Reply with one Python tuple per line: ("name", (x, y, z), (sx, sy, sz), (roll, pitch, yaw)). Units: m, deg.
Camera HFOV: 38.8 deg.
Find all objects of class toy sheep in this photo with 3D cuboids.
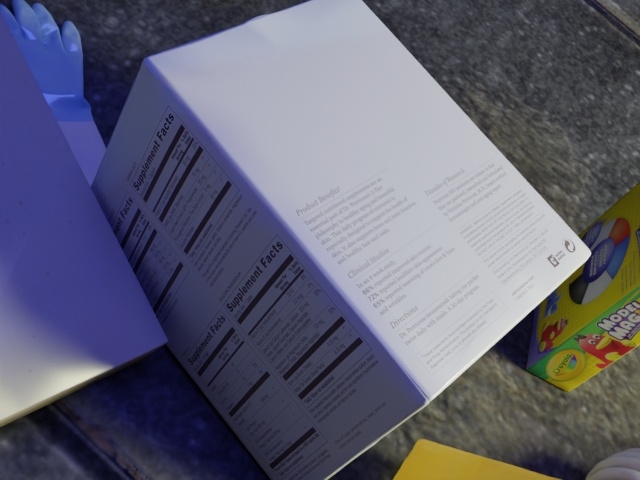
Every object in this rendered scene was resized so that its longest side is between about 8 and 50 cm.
("toy sheep", (0.248, 0.208, 0.710), (0.091, 0.091, 0.132), (50, 36, 12))

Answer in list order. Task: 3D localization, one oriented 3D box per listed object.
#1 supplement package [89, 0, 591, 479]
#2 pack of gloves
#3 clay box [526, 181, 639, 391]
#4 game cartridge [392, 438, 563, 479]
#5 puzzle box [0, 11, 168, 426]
("supplement package", (0.000, 0.000, 0.648), (0.199, 0.198, 0.262), (-32, 77, -40))
("pack of gloves", (-0.265, -0.120, 0.702), (0.195, 0.046, 0.232), (-6, 60, -30))
("clay box", (0.260, 0.021, 0.757), (0.053, 0.222, 0.127), (27, 48, -8))
("game cartridge", (0.141, 0.266, 0.509), (0.324, 0.052, 0.285), (13, 40, 29))
("puzzle box", (-0.303, -0.058, 0.571), (0.272, 0.052, 0.408), (-23, 82, -39))
